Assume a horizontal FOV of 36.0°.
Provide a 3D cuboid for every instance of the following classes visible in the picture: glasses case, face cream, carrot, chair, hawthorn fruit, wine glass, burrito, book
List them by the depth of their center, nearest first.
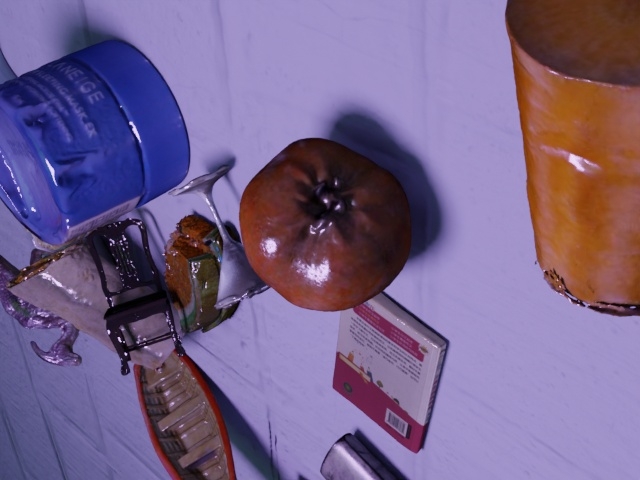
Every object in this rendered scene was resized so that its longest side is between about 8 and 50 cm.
[{"bbox_3d":[0.248,-0.087,0.777,0.196,0.196,0.254,31,150,35],"label":"carrot"},{"bbox_3d":[0.000,0.000,1.148,0.199,0.199,0.251,49,160,14],"label":"hawthorn fruit"},{"bbox_3d":[0.085,0.167,1.309,0.162,0.022,0.231,35,141,28],"label":"book"},{"bbox_3d":[-0.130,-0.007,1.377,0.122,0.122,0.182,-20,94,57],"label":"wine glass"},{"bbox_3d":[0.124,0.410,1.424,0.299,0.060,0.114,42,145,22],"label":"glasses case"},{"bbox_3d":[-0.353,-0.141,1.445,0.249,0.225,0.249,32,140,32],"label":"face cream"},{"bbox_3d":[-0.300,0.083,1.570,0.113,0.106,0.229,-162,54,-79],"label":"chair"},{"bbox_3d":[-0.375,0.107,1.671,0.299,0.105,0.143,33,124,-9],"label":"burrito"}]

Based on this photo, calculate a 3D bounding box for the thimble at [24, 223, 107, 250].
[{"bbox_3d":[-0.422,-0.069,1.670,0.137,0.143,0.190,54,148,5],"label":"thimble"}]

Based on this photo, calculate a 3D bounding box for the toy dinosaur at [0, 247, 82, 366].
[{"bbox_3d":[-0.543,0.114,1.963,0.294,0.162,0.077,47,146,17],"label":"toy dinosaur"}]

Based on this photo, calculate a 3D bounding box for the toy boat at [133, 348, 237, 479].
[{"bbox_3d":[-0.219,0.349,1.726,0.392,0.136,0.079,57,-179,34],"label":"toy boat"}]

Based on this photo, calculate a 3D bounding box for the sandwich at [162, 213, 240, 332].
[{"bbox_3d":[-0.190,0.051,1.521,0.159,0.079,0.235,53,147,7],"label":"sandwich"}]

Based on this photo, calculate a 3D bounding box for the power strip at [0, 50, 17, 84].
[{"bbox_3d":[-0.603,-0.380,1.740,0.137,0.044,0.215,28,137,39],"label":"power strip"}]

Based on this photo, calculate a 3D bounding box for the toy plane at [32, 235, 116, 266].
[{"bbox_3d":[-0.429,0.073,1.826,0.252,0.118,0.252,35,144,31],"label":"toy plane"}]
